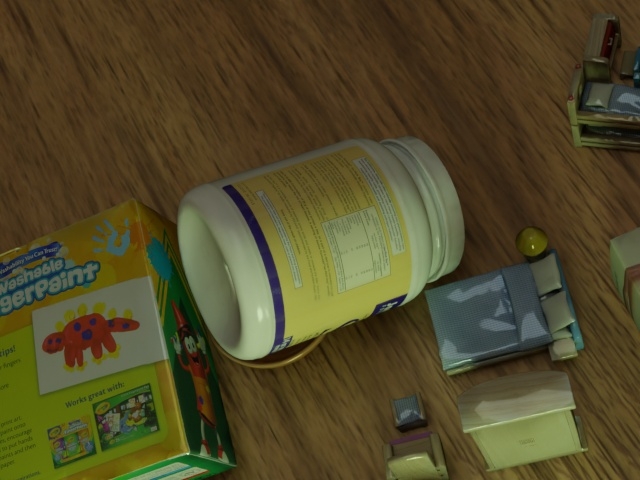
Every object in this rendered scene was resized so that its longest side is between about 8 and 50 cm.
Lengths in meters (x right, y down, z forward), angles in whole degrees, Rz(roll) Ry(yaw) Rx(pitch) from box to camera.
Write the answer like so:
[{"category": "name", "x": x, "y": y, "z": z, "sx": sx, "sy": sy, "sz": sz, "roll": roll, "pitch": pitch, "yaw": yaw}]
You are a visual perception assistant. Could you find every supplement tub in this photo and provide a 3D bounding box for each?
[{"category": "supplement tub", "x": 0.000, "y": 0.000, "z": 1.693, "sx": 0.331, "sy": 0.241, "sz": 0.241, "roll": -18, "pitch": 58, "yaw": -22}]

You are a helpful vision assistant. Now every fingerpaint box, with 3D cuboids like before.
[{"category": "fingerpaint box", "x": -0.377, "y": 0.201, "z": 1.762, "sx": 0.444, "sy": 0.163, "sz": 0.371, "roll": -22, "pitch": 67, "yaw": 14}]

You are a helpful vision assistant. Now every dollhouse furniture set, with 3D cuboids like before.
[{"category": "dollhouse furniture set", "x": 0.434, "y": -0.237, "z": 1.787, "sx": 0.129, "sy": 0.129, "sz": 0.184, "roll": 8, "pitch": 68, "yaw": 20}, {"category": "dollhouse furniture set", "x": 0.193, "y": 0.130, "z": 1.645, "sx": 0.286, "sy": 0.198, "sz": 0.303, "roll": -14, "pitch": 61, "yaw": 10}]

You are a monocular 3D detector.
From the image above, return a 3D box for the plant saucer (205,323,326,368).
[{"category": "plant saucer", "x": -0.070, "y": 0.095, "z": 1.834, "sx": 0.200, "sy": 0.037, "sz": 0.200, "roll": -7, "pitch": 64, "yaw": 14}]

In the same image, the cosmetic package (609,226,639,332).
[{"category": "cosmetic package", "x": 0.485, "y": 0.123, "z": 1.587, "sx": 0.129, "sy": 0.153, "sz": 0.296, "roll": -23, "pitch": 59, "yaw": 4}]
